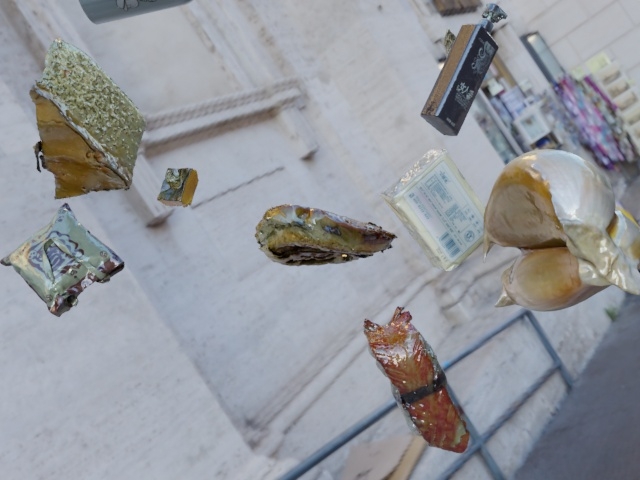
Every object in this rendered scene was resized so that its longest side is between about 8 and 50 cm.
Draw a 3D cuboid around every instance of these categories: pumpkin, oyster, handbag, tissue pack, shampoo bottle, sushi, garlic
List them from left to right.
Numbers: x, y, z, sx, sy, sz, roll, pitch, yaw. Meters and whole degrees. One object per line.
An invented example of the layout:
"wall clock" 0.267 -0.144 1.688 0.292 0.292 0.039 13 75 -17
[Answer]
"handbag" -0.624 0.049 1.761 0.213 0.235 0.127 -43 -17 -20
"pumpkin" -0.294 -0.113 1.504 0.074 0.054 0.083 1 66 35
"sushi" 0.204 0.301 1.540 0.124 0.332 0.130 -26 11 0
"tissue pack" 0.230 -0.060 1.417 0.148 0.196 0.092 -41 17 -10
"oyster" 0.350 -0.532 2.021 0.038 0.080 0.083 8 65 39
"shampoo bottle" 0.329 -0.395 1.649 0.071 0.098 0.309 16 79 52
"garlic" 0.409 0.000 1.249 0.249 0.286 0.313 -63 5 -12

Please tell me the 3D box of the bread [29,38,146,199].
"bread" -0.566 -0.251 1.608 0.279 0.315 0.248 -14 51 31

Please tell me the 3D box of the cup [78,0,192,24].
"cup" -0.493 -0.717 1.975 0.312 0.205 0.205 -10 2 6

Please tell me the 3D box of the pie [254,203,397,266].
"pie" 0.000 -0.001 1.426 0.308 0.086 0.308 0 -10 0
